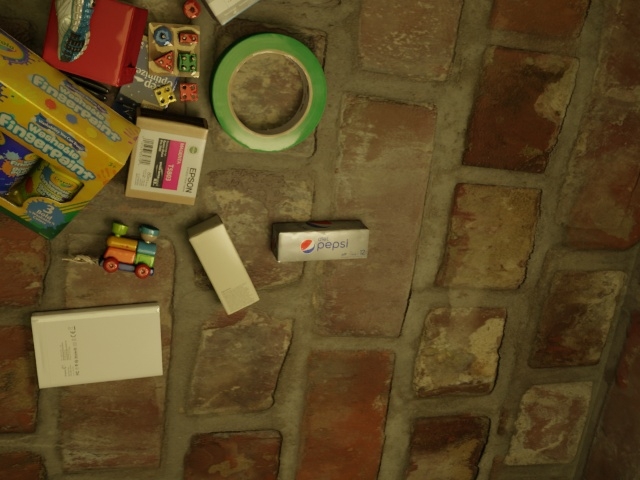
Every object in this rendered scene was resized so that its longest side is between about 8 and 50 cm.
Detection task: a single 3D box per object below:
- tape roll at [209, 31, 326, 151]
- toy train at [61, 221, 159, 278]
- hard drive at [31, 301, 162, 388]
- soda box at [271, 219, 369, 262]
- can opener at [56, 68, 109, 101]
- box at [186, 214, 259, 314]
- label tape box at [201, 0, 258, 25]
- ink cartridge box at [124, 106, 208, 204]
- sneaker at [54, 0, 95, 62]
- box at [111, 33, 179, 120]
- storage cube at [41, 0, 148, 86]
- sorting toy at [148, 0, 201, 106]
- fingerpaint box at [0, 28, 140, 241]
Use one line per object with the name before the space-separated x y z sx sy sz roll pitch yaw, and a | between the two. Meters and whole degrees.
tape roll | -0.145 -0.409 1.943 0.321 0.077 0.321 -6 110 -15
toy train | -0.578 0.011 1.957 0.247 0.105 0.144 13 95 -21
hard drive | -0.651 0.307 2.068 0.352 0.047 0.233 -4 110 -15
soda box | 0.000 0.000 2.129 0.286 0.091 0.098 -3 112 -16
can opener | -0.637 -0.408 1.812 0.186 0.073 0.059 12 67 -24
box | -0.287 0.073 2.067 0.113 0.094 0.275 -25 114 -7
label tape box | -0.246 -0.756 1.740 0.249 0.115 0.348 -34 125 -2
ink cartridge box | -0.419 -0.225 1.902 0.193 0.088 0.235 7 116 -18
sneaker | -0.567 -0.500 1.588 0.082 0.071 0.191 27 107 16
box | -0.455 -0.418 1.867 0.136 0.036 0.225 19 104 -22
storage cube | -0.543 -0.499 1.711 0.214 0.184 0.193 15 105 -7
sorting toy | -0.378 -0.484 1.822 0.132 0.046 0.275 -1 107 -18
fingerpaint box | -0.731 -0.250 1.686 0.444 0.163 0.371 37 126 -26
